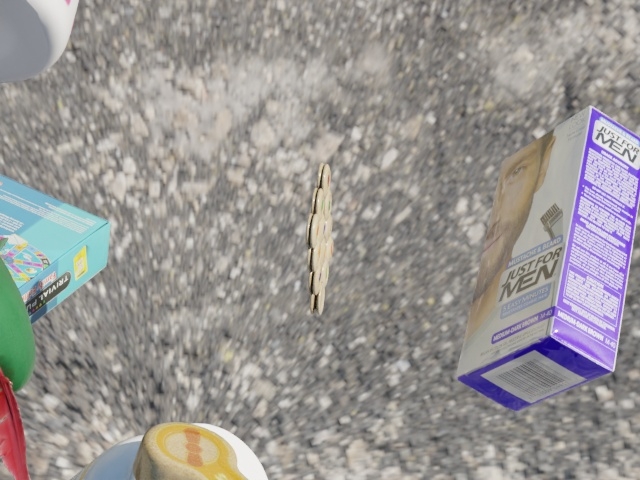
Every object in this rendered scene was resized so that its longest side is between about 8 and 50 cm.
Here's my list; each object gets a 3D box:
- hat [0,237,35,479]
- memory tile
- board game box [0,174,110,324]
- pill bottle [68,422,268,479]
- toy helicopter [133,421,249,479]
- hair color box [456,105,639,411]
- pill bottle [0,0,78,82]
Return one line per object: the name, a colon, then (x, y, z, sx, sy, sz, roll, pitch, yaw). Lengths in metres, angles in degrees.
hat: (-0.290, 0.128, 1.386, 0.183, 0.173, 0.208, 32, 119, -10)
memory tile: (0.000, 0.000, 1.520, 0.012, 0.148, 0.113, 6, 48, 7)
board game box: (-0.470, 0.033, 1.781, 0.253, 0.079, 0.336, 23, 36, 18)
pill bottle: (-0.194, 0.315, 1.440, 0.187, 0.334, 0.188, 19, 53, -27)
toy helicopter: (-0.038, 0.246, 1.029, 0.235, 0.355, 0.140, -6, 121, -42)
hair color box: (0.288, 0.022, 1.725, 0.110, 0.185, 0.339, 30, 55, -19)
pill bottle: (-0.222, -0.265, 0.958, 0.160, 0.160, 0.283, 12, 63, -4)
